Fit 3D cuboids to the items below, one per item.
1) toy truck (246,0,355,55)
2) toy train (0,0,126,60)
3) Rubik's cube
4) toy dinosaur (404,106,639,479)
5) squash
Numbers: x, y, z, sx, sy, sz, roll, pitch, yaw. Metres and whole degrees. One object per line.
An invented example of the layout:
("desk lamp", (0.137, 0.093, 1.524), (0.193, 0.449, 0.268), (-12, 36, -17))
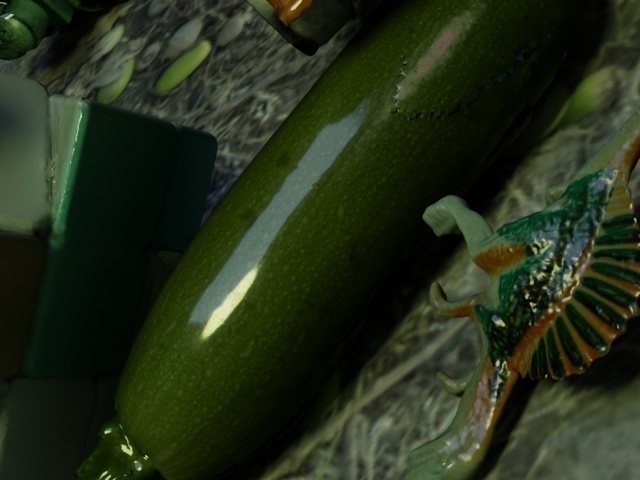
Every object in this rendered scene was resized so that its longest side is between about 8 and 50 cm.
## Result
("toy truck", (-0.026, -0.235, 0.766), (0.173, 0.207, 0.387), (-44, 14, 6))
("toy train", (-0.194, -0.256, 1.125), (0.115, 0.154, 0.269), (-14, 44, 41))
("Rubik's cube", (-0.182, 0.025, 0.719), (0.224, 0.265, 0.212), (13, 92, 23))
("toy dinosaur", (0.088, 0.008, 0.557), (0.187, 0.044, 0.106), (-38, 31, 24))
("squash", (-0.001, -0.001, 0.654), (0.331, 0.087, 0.087), (-52, 30, -5))
